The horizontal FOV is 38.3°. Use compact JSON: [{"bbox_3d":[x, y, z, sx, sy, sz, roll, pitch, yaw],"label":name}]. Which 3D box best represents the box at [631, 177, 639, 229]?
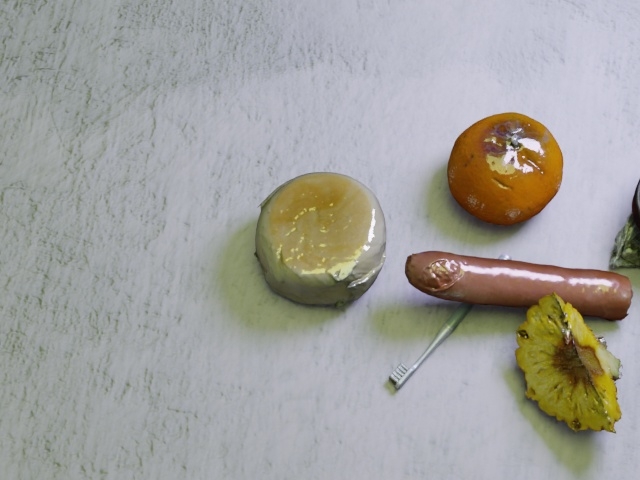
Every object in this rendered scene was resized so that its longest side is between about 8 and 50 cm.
[{"bbox_3d":[0.768,-0.026,1.681,0.404,0.108,0.263,33,64,2],"label":"box"}]

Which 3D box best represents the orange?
[{"bbox_3d":[0.352,-0.139,1.750,0.224,0.170,0.224,-1,61,2],"label":"orange"}]

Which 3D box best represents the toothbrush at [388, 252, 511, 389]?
[{"bbox_3d":[0.243,0.143,1.681,0.030,0.025,0.342,39,69,18],"label":"toothbrush"}]

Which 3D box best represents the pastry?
[{"bbox_3d":[-0.001,-0.002,1.698,0.265,0.133,0.265,-1,62,1],"label":"pastry"}]

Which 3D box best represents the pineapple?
[{"bbox_3d":[0.434,0.219,1.611,0.164,0.140,0.250,-11,72,-52],"label":"pineapple"}]

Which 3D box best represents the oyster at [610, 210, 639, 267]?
[{"bbox_3d":[0.625,-0.008,1.744,0.177,0.064,0.125,-5,75,-13],"label":"oyster"}]

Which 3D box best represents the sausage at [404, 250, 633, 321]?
[{"bbox_3d":[0.355,0.079,1.650,0.419,0.094,0.094,7,44,-8],"label":"sausage"}]
